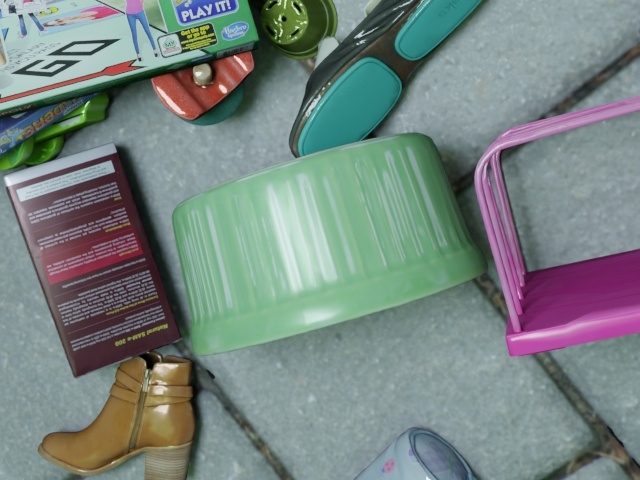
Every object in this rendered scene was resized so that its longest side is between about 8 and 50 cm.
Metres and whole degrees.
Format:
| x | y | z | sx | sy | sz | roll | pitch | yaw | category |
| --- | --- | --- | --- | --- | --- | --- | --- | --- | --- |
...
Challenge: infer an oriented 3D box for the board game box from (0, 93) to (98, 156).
| x | y | z | sx | sy | sz | roll | pitch | yaw | category |
| --- | --- | --- | --- | --- | --- | --- | --- | --- | --- |
| -0.346 | -0.161 | 1.019 | 0.201 | 0.035 | 0.136 | -38 | 72 | -22 | board game box |

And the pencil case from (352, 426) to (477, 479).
| x | y | z | sx | sy | sz | roll | pitch | yaw | category |
| --- | --- | --- | --- | --- | --- | --- | --- | --- | --- |
| 0.057 | 0.335 | 1.109 | 0.273 | 0.113 | 0.124 | -45 | 127 | 16 | pencil case |

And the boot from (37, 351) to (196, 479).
| x | y | z | sx | sy | sz | roll | pitch | yaw | category |
| --- | --- | --- | --- | --- | --- | --- | --- | --- | --- |
| -0.243 | 0.204 | 1.173 | 0.197 | 0.073 | 0.152 | 5 | 98 | 7 | boot |

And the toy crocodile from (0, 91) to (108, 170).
| x | y | z | sx | sy | sz | roll | pitch | yaw | category |
| --- | --- | --- | --- | --- | --- | --- | --- | --- | --- |
| -0.405 | -0.116 | 1.114 | 0.341 | 0.115 | 0.105 | -17 | 96 | 15 | toy crocodile |

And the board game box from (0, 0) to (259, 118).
| x | y | z | sx | sy | sz | roll | pitch | yaw | category |
| --- | --- | --- | --- | --- | --- | --- | --- | --- | --- |
| -0.240 | -0.244 | 0.913 | 0.317 | 0.046 | 0.213 | -17 | 91 | -7 | board game box |

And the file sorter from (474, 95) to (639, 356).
| x | y | z | sx | sy | sz | roll | pitch | yaw | category |
| --- | --- | --- | --- | --- | --- | --- | --- | --- | --- |
| 0.260 | -0.031 | 0.902 | 0.202 | 0.291 | 0.182 | -13 | 95 | 14 | file sorter |

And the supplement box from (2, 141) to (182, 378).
| x | y | z | sx | sy | sz | roll | pitch | yaw | category |
| --- | --- | --- | --- | --- | --- | --- | --- | --- | --- |
| -0.259 | 0.021 | 1.109 | 0.130 | 0.073 | 0.239 | -19 | 97 | -14 | supplement box |

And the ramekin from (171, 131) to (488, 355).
| x | y | z | sx | sy | sz | roll | pitch | yaw | category |
| --- | --- | --- | --- | --- | --- | --- | --- | --- | --- |
| 0.000 | 0.000 | 0.963 | 0.303 | 0.303 | 0.148 | -16 | 89 | 15 | ramekin |

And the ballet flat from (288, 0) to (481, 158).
| x | y | z | sx | sy | sz | roll | pitch | yaw | category |
| --- | --- | --- | --- | --- | --- | --- | --- | --- | --- |
| 0.061 | -0.199 | 1.014 | 0.280 | 0.095 | 0.096 | -45 | 46 | 7 | ballet flat |

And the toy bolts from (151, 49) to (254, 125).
| x | y | z | sx | sy | sz | roll | pitch | yaw | category |
| --- | --- | --- | --- | --- | --- | --- | --- | --- | --- |
| -0.146 | -0.235 | 1.027 | 0.218 | 0.158 | 0.228 | -36 | 92 | -7 | toy bolts |

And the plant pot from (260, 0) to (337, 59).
| x | y | z | sx | sy | sz | roll | pitch | yaw | category |
| --- | --- | --- | --- | --- | --- | --- | --- | --- | --- |
| -0.030 | -0.234 | 1.030 | 0.083 | 0.079 | 0.083 | 3 | 102 | 12 | plant pot |
